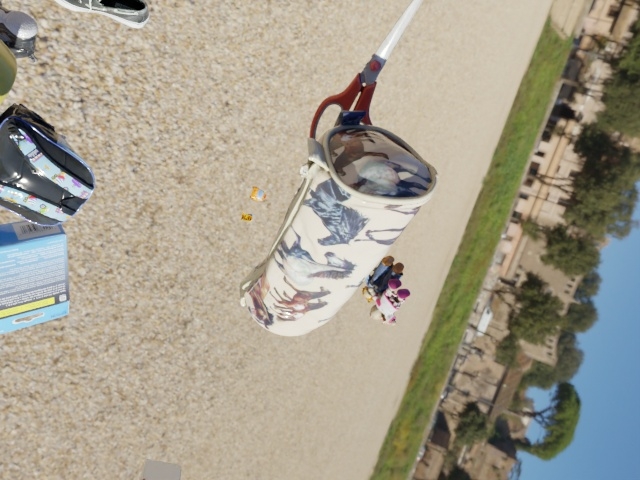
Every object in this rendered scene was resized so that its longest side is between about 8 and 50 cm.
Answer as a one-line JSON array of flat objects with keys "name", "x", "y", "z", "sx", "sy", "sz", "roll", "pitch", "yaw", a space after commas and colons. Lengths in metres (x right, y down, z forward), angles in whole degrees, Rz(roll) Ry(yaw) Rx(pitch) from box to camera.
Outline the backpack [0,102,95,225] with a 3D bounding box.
[{"name": "backpack", "x": -0.470, "y": -0.117, "z": 0.923, "sx": 0.158, "sy": 0.117, "sz": 0.173, "roll": -46, "pitch": 128, "yaw": 8}]

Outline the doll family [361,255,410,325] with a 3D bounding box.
[{"name": "doll family", "x": 0.121, "y": 0.076, "z": 1.340, "sx": 0.118, "sy": 0.263, "sz": 0.163, "roll": -32, "pitch": 165, "yaw": -37}]

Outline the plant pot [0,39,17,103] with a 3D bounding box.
[{"name": "plant pot", "x": -0.721, "y": -0.338, "z": 0.975, "sx": 0.254, "sy": 0.254, "sz": 0.239, "roll": -62, "pitch": 153, "yaw": -21}]

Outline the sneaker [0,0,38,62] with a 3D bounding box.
[{"name": "sneaker", "x": -0.959, "y": -0.633, "z": 1.669, "sx": 0.101, "sy": 0.268, "sz": 0.153, "roll": -53, "pitch": 172, "yaw": -39}]

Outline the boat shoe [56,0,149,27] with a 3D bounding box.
[{"name": "boat shoe", "x": -0.671, "y": -0.736, "z": 1.684, "sx": 0.105, "sy": 0.306, "sz": 0.113, "roll": 160, "pitch": -50, "yaw": -74}]

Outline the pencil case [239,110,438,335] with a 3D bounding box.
[{"name": "pencil case", "x": 0.000, "y": 0.000, "z": 0.861, "sx": 0.410, "sy": 0.183, "sz": 0.160, "roll": 123, "pitch": -19, "yaw": -47}]

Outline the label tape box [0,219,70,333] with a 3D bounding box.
[{"name": "label tape box", "x": -0.902, "y": 0.108, "z": 1.686, "sx": 0.249, "sy": 0.115, "sz": 0.348, "roll": -15, "pitch": 139, "yaw": -35}]

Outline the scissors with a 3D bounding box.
[{"name": "scissors", "x": 0.064, "y": -0.250, "z": 0.839, "sx": 0.021, "sy": 0.109, "sz": 0.297, "roll": -81, "pitch": -172, "yaw": -54}]

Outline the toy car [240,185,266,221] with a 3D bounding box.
[{"name": "toy car", "x": -0.182, "y": -0.094, "z": 1.550, "sx": 0.060, "sy": 0.040, "sz": 0.122, "roll": 95, "pitch": 9, "yaw": -66}]

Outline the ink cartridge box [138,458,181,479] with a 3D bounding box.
[{"name": "ink cartridge box", "x": -0.272, "y": 0.443, "z": 0.876, "sx": 0.109, "sy": 0.063, "sz": 0.150, "roll": -126, "pitch": -124, "yaw": -72}]
